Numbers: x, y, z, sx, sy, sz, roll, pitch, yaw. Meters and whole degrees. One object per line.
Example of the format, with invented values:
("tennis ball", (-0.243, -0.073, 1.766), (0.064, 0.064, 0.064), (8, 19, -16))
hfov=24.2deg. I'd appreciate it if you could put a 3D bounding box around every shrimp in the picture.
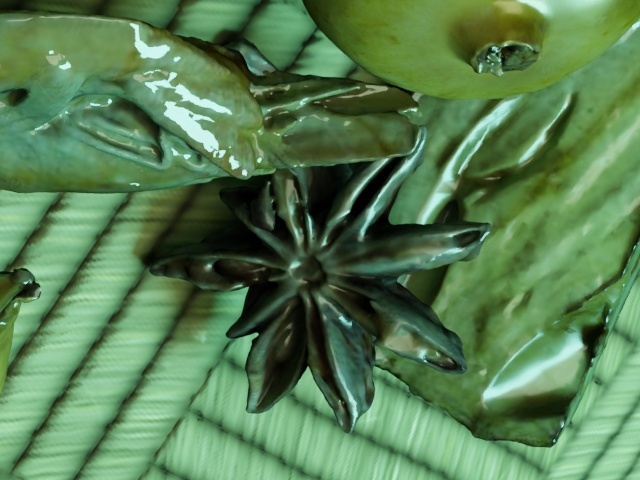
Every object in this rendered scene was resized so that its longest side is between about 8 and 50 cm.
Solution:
("shrimp", (-0.098, -0.073, 0.762), (0.317, 0.168, 0.077), (-3, 74, -9))

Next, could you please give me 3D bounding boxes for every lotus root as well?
("lotus root", (0.146, -0.038, 0.977), (0.210, 0.142, 0.314), (35, 100, 3))

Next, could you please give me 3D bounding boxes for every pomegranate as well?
("pomegranate", (0.084, -0.192, 0.804), (0.233, 0.233, 0.233), (-14, 118, -27))

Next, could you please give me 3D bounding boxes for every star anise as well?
("star anise", (0.000, -0.001, 0.893), (0.089, 0.209, 0.231), (-14, 109, -73))

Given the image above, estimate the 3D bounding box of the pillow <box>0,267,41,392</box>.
("pillow", (-0.313, 0.158, 0.780), (0.312, 0.119, 0.310), (0, 115, -34))
